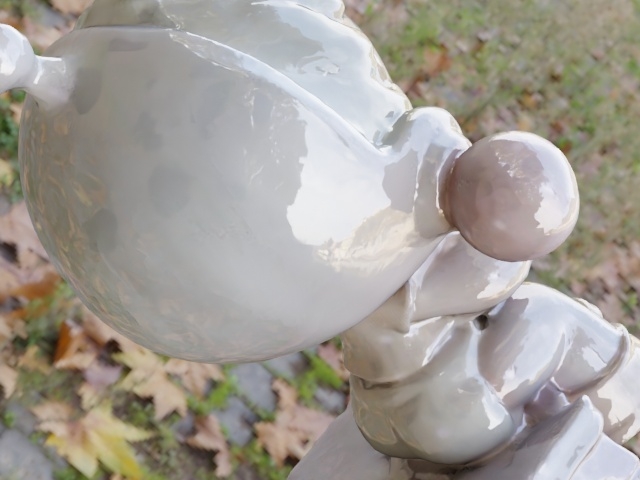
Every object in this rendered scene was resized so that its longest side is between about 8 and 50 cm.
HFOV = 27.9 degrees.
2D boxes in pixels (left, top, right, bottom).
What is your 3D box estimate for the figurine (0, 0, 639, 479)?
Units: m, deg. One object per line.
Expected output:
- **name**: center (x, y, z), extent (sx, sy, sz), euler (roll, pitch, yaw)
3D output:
- **figurine**: center (-0.008, 0.007, 0.427), extent (0.256, 0.144, 0.182), euler (47, -4, -24)
